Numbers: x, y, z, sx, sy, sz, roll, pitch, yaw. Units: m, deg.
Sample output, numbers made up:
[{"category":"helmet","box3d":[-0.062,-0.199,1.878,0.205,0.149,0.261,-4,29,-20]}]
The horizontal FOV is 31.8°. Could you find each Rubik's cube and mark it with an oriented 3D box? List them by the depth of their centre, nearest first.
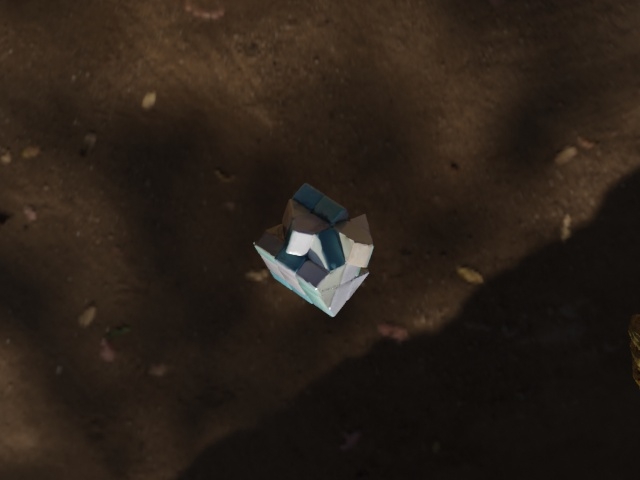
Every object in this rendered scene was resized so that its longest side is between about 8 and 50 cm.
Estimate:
[{"category":"Rubik's cube","box3d":[0.002,0.002,0.805,0.075,0.084,0.073,38,76,9]}]

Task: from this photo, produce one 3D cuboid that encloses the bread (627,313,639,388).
[{"category":"bread","box3d":[0.612,0.221,1.744,0.278,0.324,0.167,12,94,5]}]
